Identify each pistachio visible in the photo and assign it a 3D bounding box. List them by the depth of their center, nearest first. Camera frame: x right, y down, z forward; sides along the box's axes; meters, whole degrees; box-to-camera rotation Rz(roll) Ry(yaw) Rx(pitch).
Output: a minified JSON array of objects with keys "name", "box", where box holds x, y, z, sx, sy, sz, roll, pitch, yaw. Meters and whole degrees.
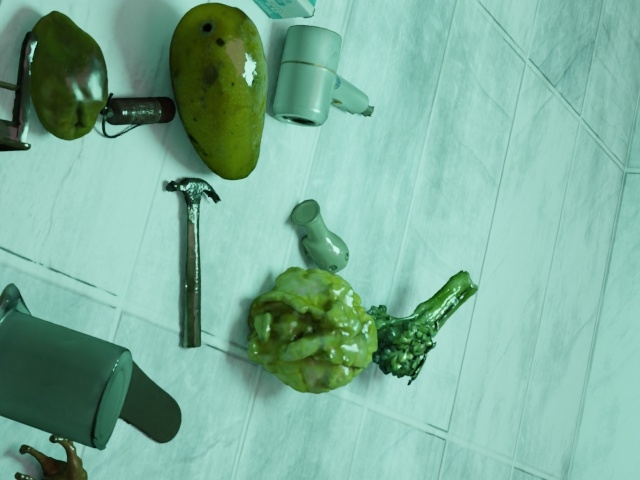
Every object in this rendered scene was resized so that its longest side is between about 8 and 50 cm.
[{"name":"pistachio","box":[-0.370,-0.237,1.679,0.110,0.100,0.189,-18,109,-57]}]

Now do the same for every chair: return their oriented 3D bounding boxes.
[{"name":"chair","box":[-0.486,-0.125,1.480,0.186,0.160,0.319,12,81,-53]}]

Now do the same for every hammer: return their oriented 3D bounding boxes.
[{"name":"hammer","box":[-0.220,0.041,1.991,0.125,0.027,0.297,-4,97,-50]}]

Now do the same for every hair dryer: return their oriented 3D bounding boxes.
[{"name":"hair dryer","box":[0.033,-0.282,2.269,0.357,0.107,0.173,20,80,-60]}]

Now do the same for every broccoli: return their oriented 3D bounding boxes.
[{"name":"broccoli","box":[0.208,0.165,2.434,0.275,0.177,0.198,-43,168,8]}]

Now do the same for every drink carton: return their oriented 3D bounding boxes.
[{"name":"drink carton","box":[-0.368,0.187,1.606,0.191,0.189,0.186,97,8,-64]}]

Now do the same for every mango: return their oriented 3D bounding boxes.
[{"name":"mango","box":[-0.167,-0.236,1.925,0.176,0.175,0.330,-37,141,-45]}]

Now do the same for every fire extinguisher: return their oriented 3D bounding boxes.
[{"name":"fire extinguisher","box":[-0.299,-0.198,1.840,0.157,0.045,0.078,-12,126,-55]}]

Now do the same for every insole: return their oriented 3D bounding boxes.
[{"name":"insole","box":[-0.320,0.244,1.889,0.328,0.007,0.111,46,58,-47]}]

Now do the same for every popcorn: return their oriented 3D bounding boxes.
[{"name":"popcorn","box":[-0.010,0.170,2.159,0.259,0.212,0.259,-2,92,-62]}]

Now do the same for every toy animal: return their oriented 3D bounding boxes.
[{"name":"toy animal","box":[-0.413,0.426,1.728,0.224,0.066,0.230,-55,140,-36]}]

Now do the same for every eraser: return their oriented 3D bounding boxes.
[{"name":"eraser","box":[-0.100,-0.471,2.042,0.225,0.095,0.052,39,62,-50]}]

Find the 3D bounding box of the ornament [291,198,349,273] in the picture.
[{"name":"ornament","box":[0.000,0.000,2.266,0.075,0.081,0.156,-104,167,-51]}]
